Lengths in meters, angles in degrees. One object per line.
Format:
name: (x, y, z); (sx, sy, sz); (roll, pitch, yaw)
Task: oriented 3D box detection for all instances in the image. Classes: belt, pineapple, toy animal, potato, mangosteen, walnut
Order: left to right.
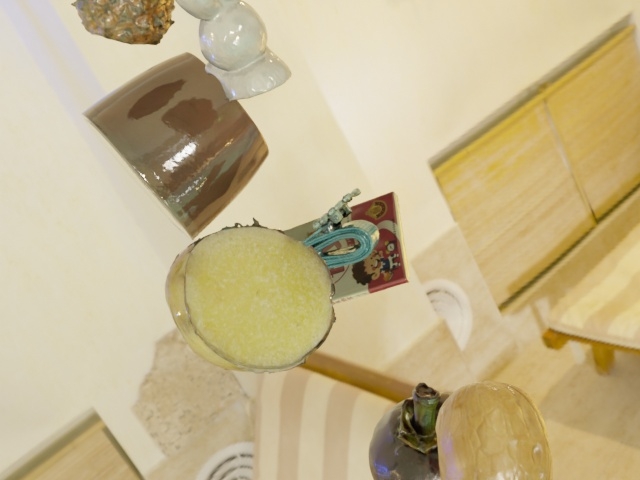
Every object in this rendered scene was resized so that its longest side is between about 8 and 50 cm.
pineapple: (-0.266, -0.442, 0.986); (0.170, 0.310, 0.141); (20, 20, 15)
toy animal: (-0.135, -0.308, 0.965); (0.103, 0.221, 0.131); (-31, 30, -7)
potato: (-0.080, 0.063, 0.758); (0.200, 0.164, 0.081); (8, -17, -42)
belt: (-0.002, 0.001, 1.076); (0.179, 0.100, 0.065); (-24, 6, 24)
mangosteen: (0.189, 0.362, 1.262); (0.231, 0.289, 0.231); (-16, 35, 11)
walnut: (0.241, 0.294, 0.978); (0.165, 0.165, 0.197); (-19, 58, 28)

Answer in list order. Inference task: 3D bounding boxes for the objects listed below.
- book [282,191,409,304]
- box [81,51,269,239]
book: (0.031, 0.025, 1.160); (0.231, 0.022, 0.162); (-18, 58, 24)
box: (-0.244, -0.171, 1.247); (0.216, 0.301, 0.301); (-40, 19, -10)
